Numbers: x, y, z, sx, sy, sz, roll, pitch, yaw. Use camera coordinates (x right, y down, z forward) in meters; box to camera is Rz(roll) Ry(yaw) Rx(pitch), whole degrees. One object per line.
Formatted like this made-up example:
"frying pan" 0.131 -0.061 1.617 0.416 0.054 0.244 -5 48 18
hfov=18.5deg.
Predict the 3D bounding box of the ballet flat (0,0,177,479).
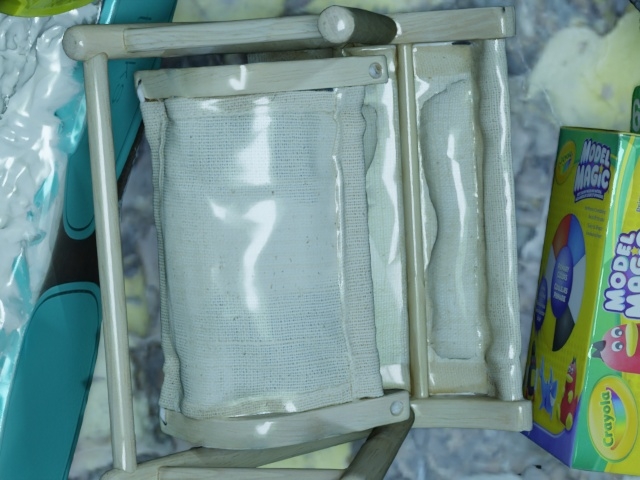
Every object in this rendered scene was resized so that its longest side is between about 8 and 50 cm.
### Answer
"ballet flat" -0.182 -0.002 1.121 0.147 0.147 0.409 15 90 -9

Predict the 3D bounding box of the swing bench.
"swing bench" 0.000 0.000 1.093 0.165 0.255 0.253 -1 95 26

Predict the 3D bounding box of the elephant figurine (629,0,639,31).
"elephant figurine" 0.290 -0.201 1.151 0.239 0.169 0.186 3 124 -24

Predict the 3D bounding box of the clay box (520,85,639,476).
"clay box" 0.167 0.017 1.155 0.053 0.127 0.222 6 93 -9

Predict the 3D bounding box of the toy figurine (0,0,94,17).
"toy figurine" 0.006 -0.228 0.984 0.362 0.217 0.191 -26 118 -35
